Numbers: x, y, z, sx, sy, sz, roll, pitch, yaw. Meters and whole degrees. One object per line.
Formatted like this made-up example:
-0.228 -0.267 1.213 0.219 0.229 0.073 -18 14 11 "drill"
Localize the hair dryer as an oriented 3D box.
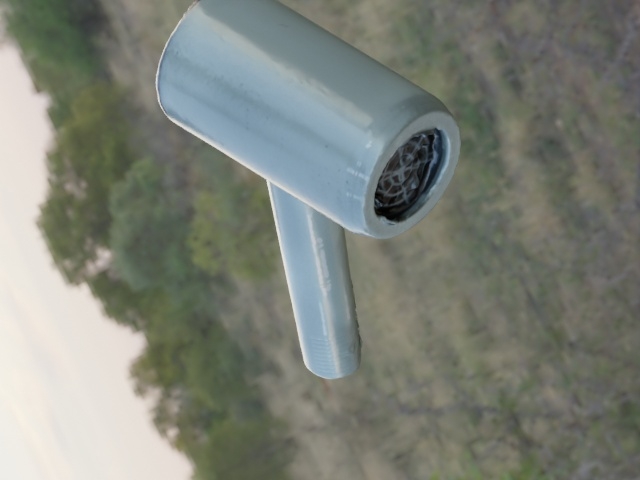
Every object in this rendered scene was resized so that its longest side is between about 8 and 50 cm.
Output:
0.000 0.000 0.754 0.131 0.073 0.236 35 148 31 "hair dryer"
